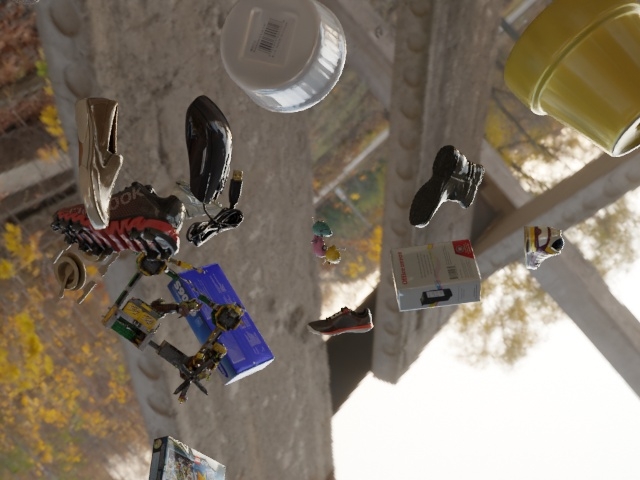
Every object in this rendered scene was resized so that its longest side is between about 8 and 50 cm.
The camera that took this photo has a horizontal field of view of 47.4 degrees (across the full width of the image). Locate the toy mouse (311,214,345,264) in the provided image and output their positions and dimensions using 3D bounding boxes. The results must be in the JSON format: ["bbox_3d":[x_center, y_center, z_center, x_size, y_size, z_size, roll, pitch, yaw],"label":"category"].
[{"bbox_3d":[0.000,0.000,1.798,0.031,0.143,0.161,-23,162,-20],"label":"toy mouse"}]

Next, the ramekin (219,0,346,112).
[{"bbox_3d":[-0.092,-0.440,1.655,0.277,0.277,0.135,-41,165,13],"label":"ramekin"}]

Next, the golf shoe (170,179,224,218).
[{"bbox_3d":[-0.331,-0.089,1.970,0.086,0.176,0.069,-62,-151,-5],"label":"golf shoe"}]

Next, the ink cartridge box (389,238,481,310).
[{"bbox_3d":[0.243,0.073,1.557,0.175,0.072,0.127,-7,-137,3],"label":"ink cartridge box"}]

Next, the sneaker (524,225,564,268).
[{"bbox_3d":[0.499,0.020,1.624,0.084,0.069,0.185,0,163,19],"label":"sneaker"}]

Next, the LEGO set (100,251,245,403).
[{"bbox_3d":[-0.321,0.171,1.606,0.255,0.331,0.192,-48,-167,-15],"label":"LEGO set"}]

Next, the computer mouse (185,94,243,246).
[{"bbox_3d":[-0.172,-0.127,1.307,0.060,0.262,0.184,7,-166,20],"label":"computer mouse"}]

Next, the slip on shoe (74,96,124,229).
[{"bbox_3d":[-0.223,-0.080,0.749,0.041,0.135,0.051,-6,173,-6],"label":"slip on shoe"}]

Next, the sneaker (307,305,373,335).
[{"bbox_3d":[0.045,0.183,1.723,0.158,0.064,0.061,-4,-166,-11],"label":"sneaker"}]

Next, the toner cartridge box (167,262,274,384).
[{"bbox_3d":[-0.295,0.241,2.156,0.165,0.347,0.075,-16,158,-49],"label":"toner cartridge box"}]

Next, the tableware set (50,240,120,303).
[{"bbox_3d":[-0.525,0.039,1.580,0.194,0.128,0.039,-44,166,29],"label":"tableware set"}]

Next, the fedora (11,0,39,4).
[{"bbox_3d":[-0.384,-0.448,0.981,0.124,0.275,0.243,-19,135,-41],"label":"fedora"}]

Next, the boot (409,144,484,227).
[{"bbox_3d":[0.353,-0.122,1.975,0.083,0.161,0.246,23,-95,54],"label":"boot"}]

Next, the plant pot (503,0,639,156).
[{"bbox_3d":[0.495,-0.286,1.282,0.254,0.239,0.254,-29,156,-14],"label":"plant pot"}]

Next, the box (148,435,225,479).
[{"bbox_3d":[-0.317,0.584,1.740,0.044,0.233,0.159,-20,-132,23],"label":"box"}]

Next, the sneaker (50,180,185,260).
[{"bbox_3d":[-0.364,-0.042,1.338,0.097,0.276,0.135,66,36,-49],"label":"sneaker"}]
